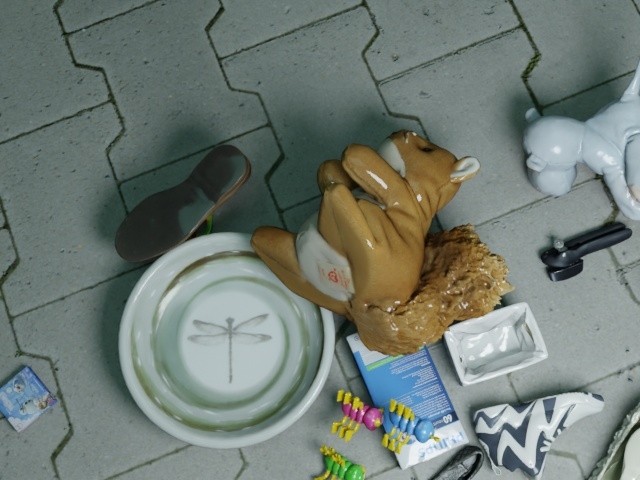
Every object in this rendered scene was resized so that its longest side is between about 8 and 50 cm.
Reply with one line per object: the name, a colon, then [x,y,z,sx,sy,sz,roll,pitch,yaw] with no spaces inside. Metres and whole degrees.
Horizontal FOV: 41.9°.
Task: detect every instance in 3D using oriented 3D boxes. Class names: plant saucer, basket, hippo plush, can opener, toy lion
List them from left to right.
toy lion: [-0.265,-0.022,1.664,0.100,0.034,0.096,1,83,2]
plant saucer: [-0.171,0.187,1.569,0.401,0.100,0.400,-1,75,3]
basket: [0.316,0.196,1.545,0.167,0.103,0.113,-18,76,-3]
can opener: [0.513,0.011,1.616,0.186,0.073,0.059,-27,37,-8]
hippo plush: [0.501,-0.153,1.551,0.237,0.294,0.234,-8,54,8]

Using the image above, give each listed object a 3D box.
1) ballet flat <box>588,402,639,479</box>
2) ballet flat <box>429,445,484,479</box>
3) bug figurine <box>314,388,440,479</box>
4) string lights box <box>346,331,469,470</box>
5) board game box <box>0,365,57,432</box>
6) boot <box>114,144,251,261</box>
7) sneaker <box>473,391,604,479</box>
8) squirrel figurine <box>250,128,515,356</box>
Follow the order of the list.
ballet flat: [0.518,0.447,1.456,0.147,0.147,0.408,27,78,9]
ballet flat: [0.232,0.440,1.513,0.057,0.049,0.173,39,80,12]
bug figurine: [0.098,0.382,1.466,0.216,0.072,0.278,27,112,36]
string lights box: [0.158,0.277,1.544,0.133,0.077,0.259,-22,76,-3]
board game box: [-0.567,0.303,1.596,0.090,0.020,0.090,-42,78,-7]
boot: [-0.255,-0.059,1.604,0.305,0.115,0.112,-37,81,3]
sneaker: [0.404,0.361,1.505,0.235,0.094,0.153,-10,77,0]
squirrel figurine: [0.152,-0.008,1.510,0.397,0.281,0.370,50,52,0]
